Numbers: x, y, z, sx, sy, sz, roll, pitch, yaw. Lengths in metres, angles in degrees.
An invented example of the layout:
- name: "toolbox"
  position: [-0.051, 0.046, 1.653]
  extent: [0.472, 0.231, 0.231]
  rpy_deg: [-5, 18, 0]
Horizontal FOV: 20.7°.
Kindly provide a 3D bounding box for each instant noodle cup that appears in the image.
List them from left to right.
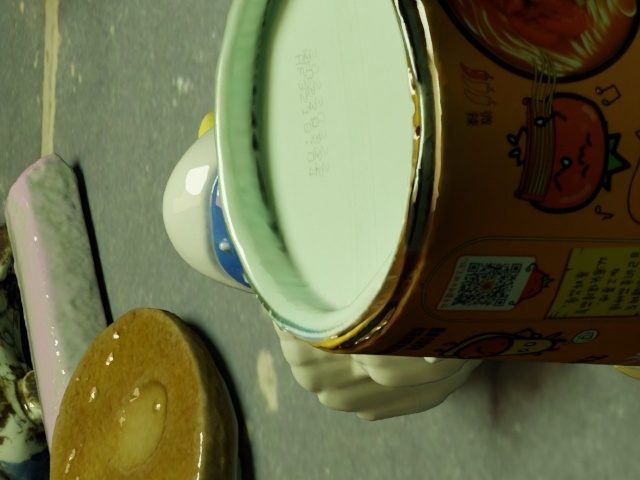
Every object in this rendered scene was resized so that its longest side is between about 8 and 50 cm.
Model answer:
- name: "instant noodle cup"
  position: [0.069, -0.044, 0.680]
  extent: [0.216, 0.172, 0.216]
  rpy_deg: [10, 101, 62]

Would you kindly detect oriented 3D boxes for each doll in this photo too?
- name: "doll"
  position: [0.000, 0.000, 0.885]
  extent: [0.293, 0.119, 0.138]
  rpy_deg: [-143, 49, -62]

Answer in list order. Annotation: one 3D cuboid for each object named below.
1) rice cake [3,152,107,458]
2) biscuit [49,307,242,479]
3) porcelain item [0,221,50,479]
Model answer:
- name: "rice cake"
  position: [-0.175, 0.103, 1.266]
  extent: [0.073, 0.056, 0.365]
  rpy_deg: [-52, 47, 52]
- name: "biscuit"
  position: [-0.112, 0.148, 1.128]
  extent: [0.181, 0.049, 0.208]
  rpy_deg: [-27, 54, 42]
- name: "porcelain item"
  position: [-0.292, 0.116, 1.406]
  extent: [0.186, 0.138, 0.288]
  rpy_deg: [106, 150, -49]
